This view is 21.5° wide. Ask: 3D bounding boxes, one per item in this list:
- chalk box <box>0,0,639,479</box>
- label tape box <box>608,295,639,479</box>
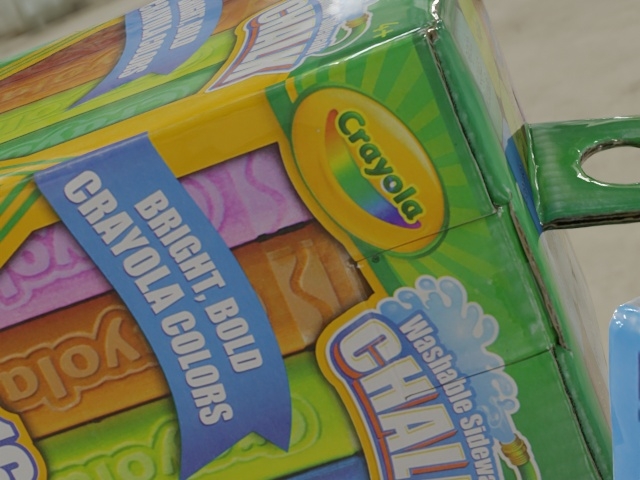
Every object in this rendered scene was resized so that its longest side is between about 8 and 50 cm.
[{"bbox_3d":[0.000,0.000,0.607,0.289,0.179,0.180,-20,21,11],"label":"chalk box"},{"bbox_3d":[0.271,0.025,0.367,0.348,0.115,0.249,-29,34,-30],"label":"label tape box"}]
